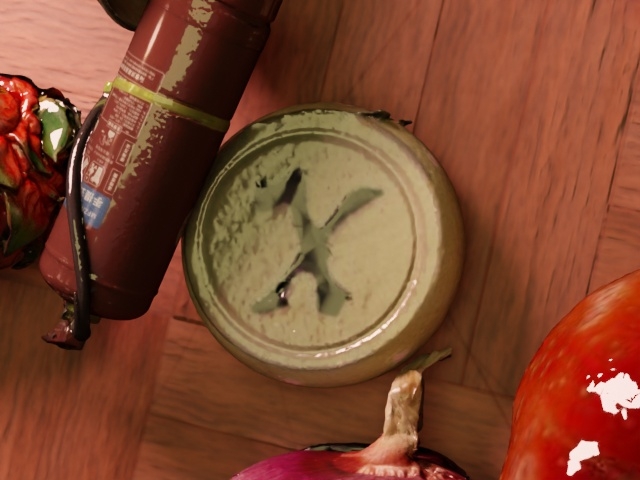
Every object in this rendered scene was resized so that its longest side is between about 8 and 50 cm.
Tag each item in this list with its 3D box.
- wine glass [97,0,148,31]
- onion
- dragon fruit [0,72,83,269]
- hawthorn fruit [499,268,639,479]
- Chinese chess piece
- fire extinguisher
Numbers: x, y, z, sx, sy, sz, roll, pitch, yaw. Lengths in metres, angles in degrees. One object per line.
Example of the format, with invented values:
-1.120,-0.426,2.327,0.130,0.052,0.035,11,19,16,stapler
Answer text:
-0.290,-0.339,1.333,0.406,0.267,0.267,16,89,17,wine glass
0.021,0.259,1.226,0.256,0.230,0.272,-22,88,10,onion
-0.286,-0.051,1.345,0.189,0.182,0.182,-21,79,-31,dragon fruit
0.249,0.162,1.123,0.285,0.369,0.284,5,101,25,hawthorn fruit
0.000,0.000,1.319,0.238,0.092,0.237,-1,84,12,Chinese chess piece
-0.142,-0.058,1.283,0.105,0.141,0.341,23,100,-13,fire extinguisher
